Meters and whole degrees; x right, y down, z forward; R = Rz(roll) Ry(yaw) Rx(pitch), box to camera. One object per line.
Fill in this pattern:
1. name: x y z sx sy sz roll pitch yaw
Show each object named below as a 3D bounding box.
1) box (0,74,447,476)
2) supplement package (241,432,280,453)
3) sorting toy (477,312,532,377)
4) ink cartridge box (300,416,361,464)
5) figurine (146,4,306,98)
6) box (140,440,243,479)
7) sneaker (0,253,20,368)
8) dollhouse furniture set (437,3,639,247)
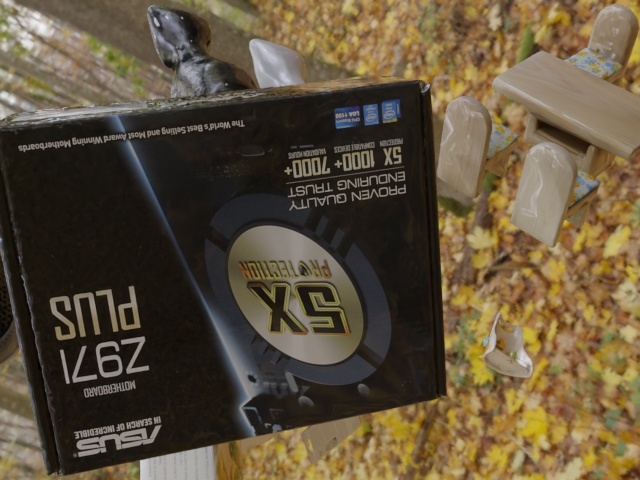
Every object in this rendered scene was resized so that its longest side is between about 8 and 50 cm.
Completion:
1. box: -0.042 0.008 0.349 0.077 0.180 0.147 -135 39 -70
2. supplement package: -0.136 0.140 0.973 0.177 0.293 0.175 -28 57 -6
3. sorting toy: 0.263 0.145 1.089 0.045 0.083 0.075 -22 41 51
4. ink cartridge box: 0.011 0.298 1.222 0.115 0.063 0.029 -30 21 -35
5. figurine: -0.071 -0.165 0.822 0.092 0.215 0.209 -53 47 30
6. box: -0.103 0.133 0.610 0.067 0.063 0.324 -12 67 11
7. sneaker: -0.206 -0.029 0.349 0.083 0.215 0.084 -19 17 45
8. dollhouse furniture set: 0.417 -0.169 0.975 0.362 0.394 0.256 -32 -36 -29
